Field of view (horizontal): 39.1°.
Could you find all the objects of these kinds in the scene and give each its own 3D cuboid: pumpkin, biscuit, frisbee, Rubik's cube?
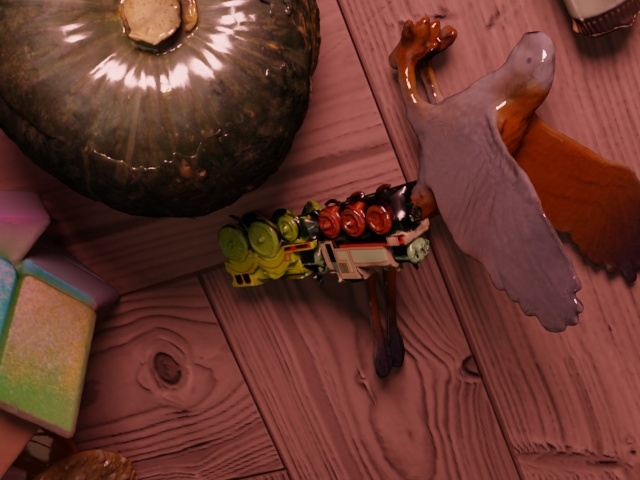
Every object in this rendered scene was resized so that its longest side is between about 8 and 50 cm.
[{"bbox_3d":[-0.148,-0.179,0.747,0.328,0.257,0.291,39,88,-13],"label":"pumpkin"},{"bbox_3d":[-0.290,0.330,1.003,0.033,0.220,0.219,25,117,32],"label":"biscuit"},{"bbox_3d":[-0.378,0.282,1.099,0.192,0.035,0.192,5,110,13],"label":"frisbee"},{"bbox_3d":[-0.398,0.094,0.864,0.387,0.368,0.358,36,93,1],"label":"Rubik's cube"}]

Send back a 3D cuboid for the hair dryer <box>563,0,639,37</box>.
[{"bbox_3d":[0.164,-0.301,0.693,0.203,0.128,0.362,-28,112,10],"label":"hair dryer"}]

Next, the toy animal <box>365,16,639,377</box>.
[{"bbox_3d":[0.122,-0.044,0.822,0.284,0.225,0.302,-20,91,42],"label":"toy animal"}]

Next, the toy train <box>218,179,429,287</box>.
[{"bbox_3d":[0.000,0.000,0.833,0.250,0.053,0.085,-9,106,46],"label":"toy train"}]
